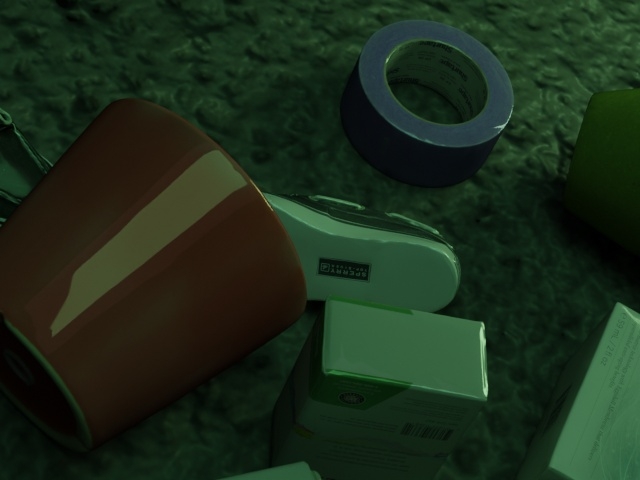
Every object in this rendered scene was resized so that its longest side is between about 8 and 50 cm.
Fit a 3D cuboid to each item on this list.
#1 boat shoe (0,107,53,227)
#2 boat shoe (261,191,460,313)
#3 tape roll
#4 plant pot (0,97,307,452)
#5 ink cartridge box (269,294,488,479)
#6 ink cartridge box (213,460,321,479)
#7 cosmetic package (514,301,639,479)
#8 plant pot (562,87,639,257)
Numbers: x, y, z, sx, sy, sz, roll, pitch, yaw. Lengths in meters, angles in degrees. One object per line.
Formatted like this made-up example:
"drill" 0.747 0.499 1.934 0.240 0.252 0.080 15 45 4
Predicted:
"boat shoe" -0.369 -0.112 1.487 0.306 0.105 0.113 39 54 10
"boat shoe" 0.000 0.000 1.541 0.301 0.108 0.102 9 21 3
"tape roll" 0.123 -0.160 1.698 0.188 0.080 0.189 9 54 -13
"plant pot" -0.192 0.046 1.358 0.275 0.275 0.243 42 64 12
"ink cartridge box" 0.050 0.154 1.375 0.154 0.212 0.093 10 51 -10
"ink cartridge box" -0.110 0.323 1.261 0.272 0.114 0.197 -9 57 -23
"cosmetic package" 0.335 0.224 1.467 0.224 0.138 0.224 30 53 2
"plant pot" 0.432 -0.065 1.643 0.293 0.275 0.275 16 52 12
